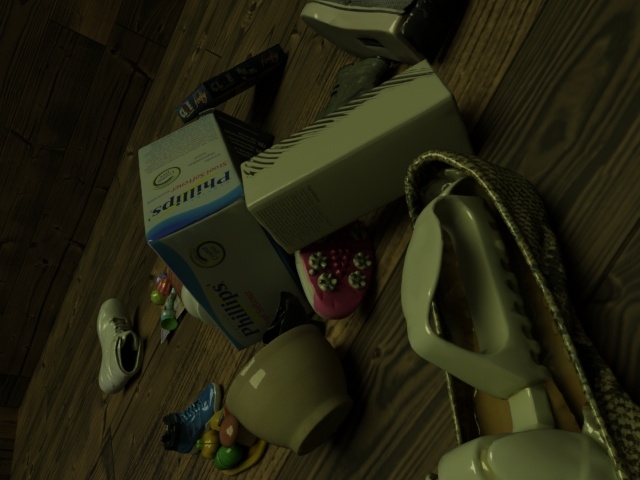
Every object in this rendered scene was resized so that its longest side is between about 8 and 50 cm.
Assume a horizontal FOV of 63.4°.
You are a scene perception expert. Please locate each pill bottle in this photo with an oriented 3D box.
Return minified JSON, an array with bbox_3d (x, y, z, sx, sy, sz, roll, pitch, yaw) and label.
[{"bbox_3d":[-0.236,0.092,1.071,0.216,0.121,0.121,33,101,58],"label":"pill bottle"}]

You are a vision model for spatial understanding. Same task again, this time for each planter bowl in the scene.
[{"bbox_3d":[-0.026,0.206,0.679,0.109,0.162,0.162,42,111,27],"label":"planter bowl"}]

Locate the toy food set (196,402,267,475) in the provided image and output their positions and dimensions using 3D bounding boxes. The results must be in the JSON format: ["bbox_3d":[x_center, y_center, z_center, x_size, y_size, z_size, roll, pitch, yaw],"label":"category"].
[{"bbox_3d":[-0.147,0.309,0.862,0.218,0.071,0.128,-43,41,36],"label":"toy food set"}]

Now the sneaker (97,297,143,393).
[{"bbox_3d":[-0.573,0.277,1.511,0.169,0.108,0.292,-40,53,37],"label":"sneaker"}]

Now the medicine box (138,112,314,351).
[{"bbox_3d":[-0.157,-0.019,0.850,0.149,0.263,0.289,-28,40,-1],"label":"medicine box"}]

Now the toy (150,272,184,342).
[{"bbox_3d":[-0.413,0.140,1.376,0.137,0.056,0.237,-54,35,22],"label":"toy"}]

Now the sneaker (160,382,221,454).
[{"bbox_3d":[-0.254,0.340,0.996,0.152,0.084,0.058,-64,32,9],"label":"sneaker"}]

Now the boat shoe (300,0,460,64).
[{"bbox_3d":[0.101,-0.391,0.841,0.158,0.127,0.340,-59,41,6],"label":"boat shoe"}]

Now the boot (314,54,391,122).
[{"bbox_3d":[0.072,-0.226,0.821,0.246,0.083,0.161,16,81,57],"label":"boot"}]

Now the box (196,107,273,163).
[{"bbox_3d":[-0.218,-0.165,1.153,0.108,0.153,0.207,10,81,58],"label":"box"}]

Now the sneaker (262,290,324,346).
[{"bbox_3d":[-0.057,0.161,0.790,0.170,0.089,0.051,-60,33,16],"label":"sneaker"}]

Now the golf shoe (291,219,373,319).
[{"bbox_3d":[0.000,0.000,0.797,0.140,0.115,0.306,118,153,-46],"label":"golf shoe"}]

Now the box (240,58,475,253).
[{"bbox_3d":[0.042,-0.101,0.660,0.275,0.113,0.094,-27,45,11],"label":"box"}]

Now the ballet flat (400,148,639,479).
[{"bbox_3d":[0.147,0.113,0.418,0.164,0.182,0.483,-40,43,38],"label":"ballet flat"}]

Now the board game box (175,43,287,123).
[{"bbox_3d":[-0.210,-0.370,1.223,0.243,0.042,0.165,-42,16,-34],"label":"board game box"}]
